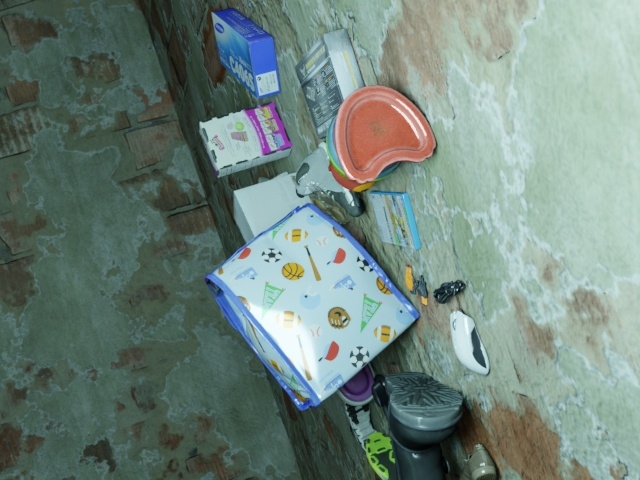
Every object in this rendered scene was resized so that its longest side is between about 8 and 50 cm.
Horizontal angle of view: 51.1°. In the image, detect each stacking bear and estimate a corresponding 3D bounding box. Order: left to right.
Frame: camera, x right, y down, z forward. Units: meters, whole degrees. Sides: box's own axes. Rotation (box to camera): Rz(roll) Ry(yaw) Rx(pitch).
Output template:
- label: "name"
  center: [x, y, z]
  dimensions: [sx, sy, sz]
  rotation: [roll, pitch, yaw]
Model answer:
- label: "stacking bear"
  center: [0.084, -0.175, 1.301]
  dimensions: [0.289, 0.175, 0.164]
  rotation: [132, 116, -79]

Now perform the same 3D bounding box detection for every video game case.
- label: "video game case"
  center: [0.158, -0.047, 1.431]
  dimensions: [0.166, 0.015, 0.119]
  rotation: [-163, 57, -70]

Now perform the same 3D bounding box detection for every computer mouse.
- label: "computer mouse"
  center: [0.268, 0.171, 1.276]
  dimensions: [0.106, 0.042, 0.193]
  rotation: [150, 101, -72]

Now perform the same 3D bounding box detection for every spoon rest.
- label: "spoon rest"
  center: [-0.165, -0.160, 2.195]
  dimensions: [0.276, 0.084, 0.137]
  rotation: [150, 101, -72]

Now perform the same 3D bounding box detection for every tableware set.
- label: "tableware set"
  center: [0.001, -0.106, 1.689]
  dimensions: [0.020, 0.141, 0.169]
  rotation: [-47, 58, 23]

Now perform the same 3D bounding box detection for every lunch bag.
- label: "lunch bag"
  center: [-0.030, 0.140, 1.547]
  dimensions: [0.385, 0.328, 0.239]
  rotation: [50, 158, 5]

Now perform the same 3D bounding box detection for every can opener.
- label: "can opener"
  center: [0.182, 0.444, 1.815]
  dimensions: [0.059, 0.073, 0.186]
  rotation: [24, 141, 57]

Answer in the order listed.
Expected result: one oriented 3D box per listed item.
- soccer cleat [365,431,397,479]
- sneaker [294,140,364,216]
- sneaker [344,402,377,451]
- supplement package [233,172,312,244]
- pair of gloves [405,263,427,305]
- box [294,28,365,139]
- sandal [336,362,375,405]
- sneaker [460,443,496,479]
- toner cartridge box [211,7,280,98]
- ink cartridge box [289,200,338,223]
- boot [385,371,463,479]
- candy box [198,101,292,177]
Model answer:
- label: "soccer cleat"
  center: [0.212, 0.674, 1.910]
  dimensions: [0.289, 0.093, 0.121]
  rotation: [50, 160, 50]
- label: "sneaker"
  center: [0.011, -0.119, 1.584]
  dimensions: [0.086, 0.132, 0.229]
  rotation: [40, -159, -53]
- label: "sneaker"
  center: [0.120, 0.563, 2.095]
  dimensions: [0.234, 0.078, 0.106]
  rotation: [68, 160, 4]
- label: "supplement package"
  center: [-0.130, -0.062, 1.987]
  dimensions: [0.149, 0.203, 0.194]
  rotation: [102, 146, -59]
- label: "pair of gloves"
  center: [0.206, 0.096, 1.442]
  dimensions: [0.083, 0.010, 0.074]
  rotation: [41, 146, 57]
- label: "box"
  center: [0.024, -0.334, 1.466]
  dimensions: [0.231, 0.056, 0.183]
  rotation: [169, 83, -73]
- label: "sandal"
  center: [0.037, 0.273, 1.914]
  dimensions: [0.416, 0.169, 0.102]
  rotation: [54, 162, 13]
- label: "sneaker"
  center: [0.332, 0.495, 1.423]
  dimensions: [0.188, 0.066, 0.071]
  rotation: [98, 168, -51]
- label: "toner cartridge box"
  center: [-0.223, -0.556, 1.963]
  dimensions: [0.348, 0.075, 0.165]
  rotation: [-130, 28, -50]
- label: "ink cartridge box"
  center: [0.000, 0.000, 1.800]
  dimensions: [0.067, 0.115, 0.198]
  rotation: [100, 148, -58]
- label: "boot"
  center: [0.224, 0.535, 1.415]
  dimensions: [0.367, 0.146, 0.445]
  rotation: [-7, -85, -88]
- label: "candy box"
  center: [-0.219, -0.296, 1.959]
  dimensions: [0.071, 0.233, 0.159]
  rotation: [125, 125, -69]
